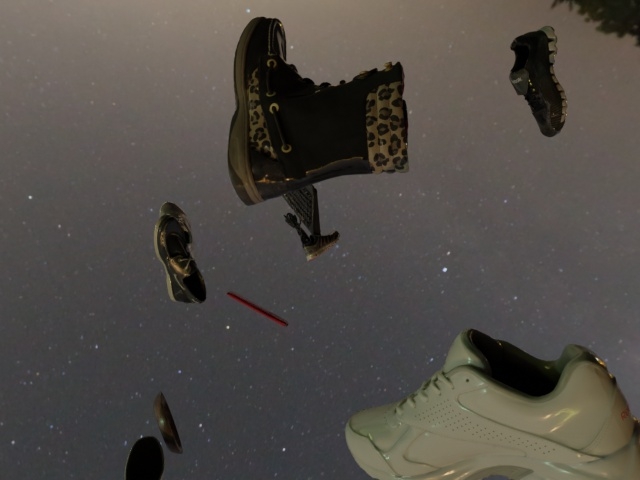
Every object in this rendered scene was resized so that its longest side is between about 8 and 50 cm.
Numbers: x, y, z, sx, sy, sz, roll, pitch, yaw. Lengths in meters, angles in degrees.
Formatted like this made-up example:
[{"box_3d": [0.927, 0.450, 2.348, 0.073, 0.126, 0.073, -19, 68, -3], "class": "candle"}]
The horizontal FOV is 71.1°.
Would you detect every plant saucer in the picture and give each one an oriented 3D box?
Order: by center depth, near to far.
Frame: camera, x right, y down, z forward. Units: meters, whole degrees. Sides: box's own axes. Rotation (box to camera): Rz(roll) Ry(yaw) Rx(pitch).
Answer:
[{"box_3d": [-0.401, 0.479, 1.167, 0.029, 0.168, 0.168, -20, -129, -19], "class": "plant saucer"}]

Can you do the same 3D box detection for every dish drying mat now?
[{"box_3d": [-0.079, 0.087, 0.568, 0.083, 0.008, 0.032, 28, 175, 8], "class": "dish drying mat"}]

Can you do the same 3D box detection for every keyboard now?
[{"box_3d": [-0.063, -0.090, 1.127, 0.033, 0.201, 0.317, -13, -152, -14], "class": "keyboard"}]

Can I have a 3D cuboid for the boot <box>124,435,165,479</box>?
[{"box_3d": [-0.417, 0.615, 1.071, 0.088, 0.176, 0.244, -1, -133, -21], "class": "boot"}]

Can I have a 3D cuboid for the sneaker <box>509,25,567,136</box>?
[{"box_3d": [0.456, -0.335, 0.961, 0.106, 0.234, 0.078, -11, -176, -13], "class": "sneaker"}]

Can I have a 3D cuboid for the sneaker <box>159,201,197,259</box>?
[{"box_3d": [-0.558, -0.055, 1.772, 0.114, 0.152, 0.305, -18, -120, -24], "class": "sneaker"}]

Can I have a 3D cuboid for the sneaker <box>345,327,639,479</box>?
[{"box_3d": [0.112, 0.125, 0.350, 0.090, 0.232, 0.115, -26, -85, -57], "class": "sneaker"}]

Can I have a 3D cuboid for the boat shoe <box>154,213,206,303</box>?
[{"box_3d": [-0.311, 0.045, 1.012, 0.079, 0.233, 0.084, 11, -145, 22], "class": "boat shoe"}]

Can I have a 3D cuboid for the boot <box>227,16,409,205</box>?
[{"box_3d": [0.000, -0.244, 0.757, 0.284, 0.138, 0.377, -5, -118, 14], "class": "boot"}]

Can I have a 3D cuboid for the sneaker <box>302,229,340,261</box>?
[{"box_3d": [0.000, 0.000, 1.568, 0.170, 0.063, 0.075, -38, -82, -34], "class": "sneaker"}]
